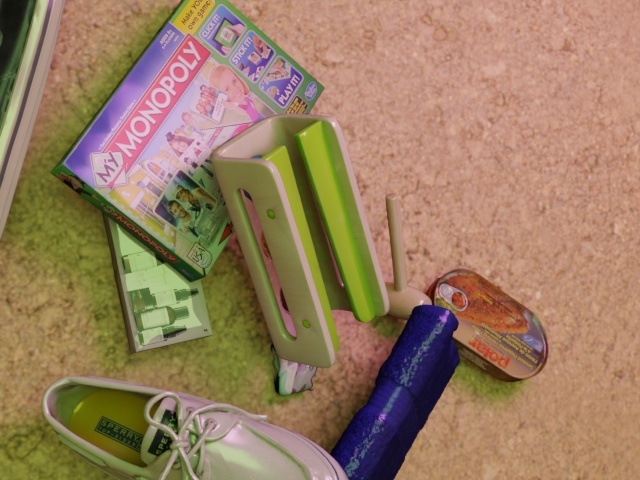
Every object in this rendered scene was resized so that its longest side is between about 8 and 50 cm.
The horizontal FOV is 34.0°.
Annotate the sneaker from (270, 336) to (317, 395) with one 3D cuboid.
[{"bbox_3d":[-0.026,0.147,1.340,0.069,0.038,0.098,-4,93,-18],"label":"sneaker"}]

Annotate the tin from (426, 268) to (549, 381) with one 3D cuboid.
[{"bbox_3d":[0.221,0.116,1.400,0.189,0.040,0.106,35,54,-12],"label":"tin"}]

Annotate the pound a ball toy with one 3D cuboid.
[{"bbox_3d":[0.000,0.000,1.276,0.208,0.135,0.319,-40,124,-38],"label":"pound a ball toy"}]

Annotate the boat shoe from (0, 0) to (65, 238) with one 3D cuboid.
[{"bbox_3d":[-0.392,-0.223,1.204,0.156,0.187,0.500,16,84,-20],"label":"boat shoe"}]

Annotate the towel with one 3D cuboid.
[{"bbox_3d":[0.066,0.230,1.271,0.076,0.228,0.308,27,74,18],"label":"towel"}]

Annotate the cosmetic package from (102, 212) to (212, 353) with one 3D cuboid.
[{"bbox_3d":[-0.207,0.012,1.289,0.098,0.060,0.239,-12,86,-19],"label":"cosmetic package"}]

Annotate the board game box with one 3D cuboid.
[{"bbox_3d":[-0.152,-0.138,1.283,0.213,0.046,0.317,40,62,-20],"label":"board game box"}]

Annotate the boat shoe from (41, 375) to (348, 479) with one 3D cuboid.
[{"bbox_3d":[-0.150,0.219,1.135,0.367,0.156,0.136,17,71,24],"label":"boat shoe"}]
